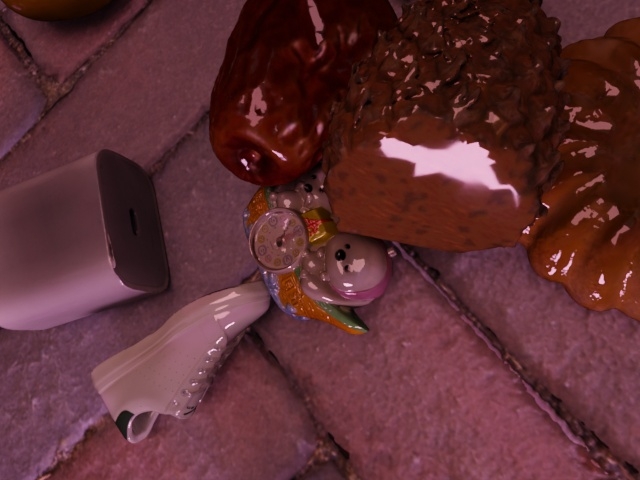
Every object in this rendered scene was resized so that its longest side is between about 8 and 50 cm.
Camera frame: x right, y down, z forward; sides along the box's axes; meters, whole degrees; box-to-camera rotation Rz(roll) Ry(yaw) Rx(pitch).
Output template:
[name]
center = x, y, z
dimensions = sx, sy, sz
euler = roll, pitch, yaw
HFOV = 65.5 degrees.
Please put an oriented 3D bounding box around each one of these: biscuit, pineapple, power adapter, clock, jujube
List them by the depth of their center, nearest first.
[pineapple]
center = 0.139, -0.168, 0.473
dimensions = 0.202, 0.202, 0.361
euler = 14, 65, 18
[biscuit]
center = 0.342, -0.076, 0.485
dimensions = 0.326, 0.107, 0.325
euler = -2, 80, 12
[jujube]
center = -0.018, -0.178, 0.542
dimensions = 0.190, 0.190, 0.255
euler = 16, 61, 18
[clock]
center = 0.000, 0.000, 0.566
dimensions = 0.144, 0.103, 0.230
euler = -30, 72, 18
[power adapter]
center = -0.347, 0.013, 0.654
dimensions = 0.256, 0.124, 0.186
euler = -18, 74, 13

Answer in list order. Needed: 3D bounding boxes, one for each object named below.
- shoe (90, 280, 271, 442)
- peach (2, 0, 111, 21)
[shoe]
center = -0.152, 0.147, 0.593
dimensions = 0.265, 0.095, 0.110
euler = -31, 73, 18
[peach]
center = -0.393, -0.447, 0.735
dimensions = 0.252, 0.153, 0.250
euler = -5, 72, 15
